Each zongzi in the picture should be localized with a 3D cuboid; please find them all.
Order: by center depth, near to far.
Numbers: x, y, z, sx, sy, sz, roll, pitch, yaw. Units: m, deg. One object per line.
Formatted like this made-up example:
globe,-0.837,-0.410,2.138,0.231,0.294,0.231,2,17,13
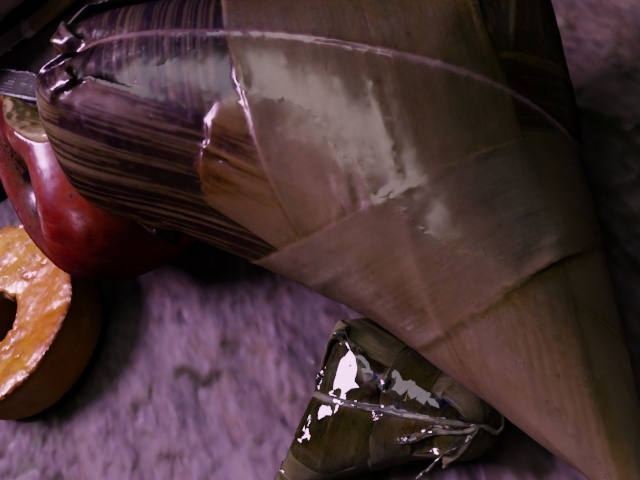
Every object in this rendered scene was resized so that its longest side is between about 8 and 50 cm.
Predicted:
zongzi,0.000,0.000,0.529,0.290,0.154,0.317,-7,53,3
zongzi,0.035,0.113,0.561,0.109,0.055,0.119,27,95,32

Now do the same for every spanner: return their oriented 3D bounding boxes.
spanner,-0.210,-0.123,0.921,0.325,0.026,0.093,16,70,43

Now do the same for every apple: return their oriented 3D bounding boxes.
apple,-0.132,-0.051,0.721,0.158,0.147,0.156,-23,-2,-27

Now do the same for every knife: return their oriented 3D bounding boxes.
knife,-0.308,-0.210,1.058,0.298,0.017,0.047,-34,43,16

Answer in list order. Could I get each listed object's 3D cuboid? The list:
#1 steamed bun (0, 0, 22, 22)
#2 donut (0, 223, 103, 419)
steamed bun,-0.434,-0.282,1.035,0.310,0.219,0.324,31,63,7
donut,-0.224,0.063,0.770,0.152,0.058,0.151,-18,51,24
